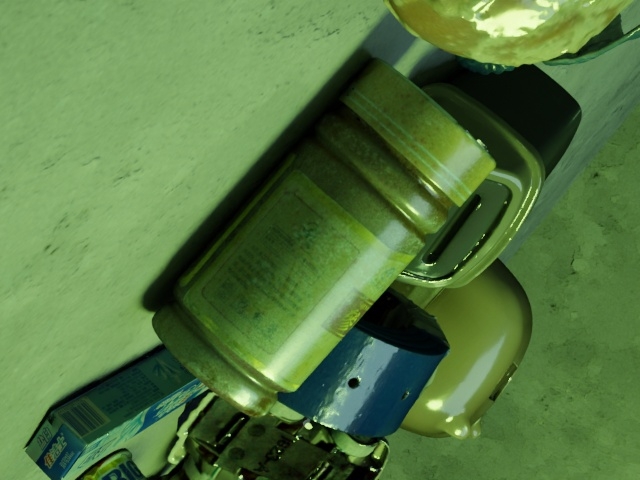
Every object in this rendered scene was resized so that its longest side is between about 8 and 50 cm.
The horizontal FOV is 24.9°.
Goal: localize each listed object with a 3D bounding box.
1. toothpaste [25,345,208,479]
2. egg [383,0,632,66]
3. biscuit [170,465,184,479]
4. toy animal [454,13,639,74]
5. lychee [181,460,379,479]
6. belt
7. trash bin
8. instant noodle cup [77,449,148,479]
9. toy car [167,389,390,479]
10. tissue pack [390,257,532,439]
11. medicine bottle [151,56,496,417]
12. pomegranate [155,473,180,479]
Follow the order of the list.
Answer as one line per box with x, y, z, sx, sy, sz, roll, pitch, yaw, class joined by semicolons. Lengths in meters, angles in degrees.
-0.179;0.156;1.437;0.066;0.053;0.272;-54;167;29;toothpaste
0.139;-0.221;1.033;0.233;0.195;0.195;-26;157;-39;egg
-0.158;0.345;2.098;0.290;0.062;0.237;-43;167;-23;biscuit
0.252;-0.254;1.447;0.176;0.255;0.239;78;10;-47;toy animal
-0.053;0.292;1.874;0.264;0.300;0.264;-30;-146;23;lychee
0.024;0.106;1.574;0.117;0.212;0.347;-60;170;8;belt
0.161;-0.081;1.599;0.290;0.182;0.209;-40;166;-54;trash bin
-0.239;0.363;1.652;0.205;0.153;0.205;-44;167;-13;instant noodle cup
-0.043;0.209;1.660;0.172;0.235;0.158;-51;-158;29;toy car
0.143;0.118;1.936;0.267;0.277;0.387;-51;169;-1;tissue pack
0.000;0.000;1.333;0.322;0.151;0.151;-48;168;2;medicine bottle
-0.212;0.370;1.895;0.114;0.114;0.142;118;-6;-49;pomegranate
